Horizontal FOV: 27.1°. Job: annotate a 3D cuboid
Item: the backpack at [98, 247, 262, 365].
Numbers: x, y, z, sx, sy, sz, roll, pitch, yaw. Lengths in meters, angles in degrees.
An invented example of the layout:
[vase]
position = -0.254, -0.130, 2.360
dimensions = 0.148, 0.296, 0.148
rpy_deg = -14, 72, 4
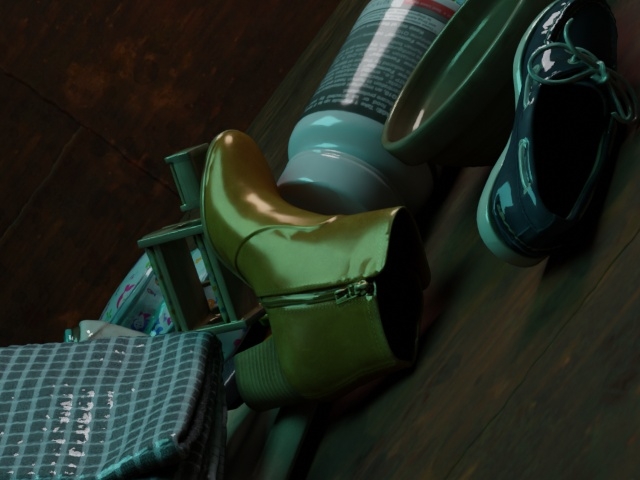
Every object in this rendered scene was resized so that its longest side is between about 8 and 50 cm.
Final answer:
[backpack]
position = -0.180, 0.106, 1.748
dimensions = 0.253, 0.191, 0.225
rpy_deg = -40, 17, 37

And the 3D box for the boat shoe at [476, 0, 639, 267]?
[boat shoe]
position = 0.186, -0.099, 1.005
dimensions = 0.079, 0.095, 0.255
rpy_deg = -41, 19, 57

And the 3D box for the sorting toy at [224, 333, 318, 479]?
[sorting toy]
position = -0.061, 0.206, 1.279
dimensions = 0.196, 0.047, 0.348
rpy_deg = -37, 21, 43

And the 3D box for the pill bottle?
[pill bottle]
position = 0.063, -0.118, 1.407
dimensions = 0.161, 0.161, 0.283
rpy_deg = -38, 19, 56

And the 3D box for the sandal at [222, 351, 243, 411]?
[sandal]
position = -0.137, 0.229, 1.543
dimensions = 0.097, 0.054, 0.254
rpy_deg = -30, 16, 49

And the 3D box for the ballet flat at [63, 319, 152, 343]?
[ballet flat]
position = -0.203, 0.271, 1.371
dimensions = 0.139, 0.139, 0.400
rpy_deg = -39, 48, 54

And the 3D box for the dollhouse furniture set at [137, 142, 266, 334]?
[dollhouse furniture set]
position = -0.110, -0.011, 1.368
dimensions = 0.101, 0.182, 0.161
rpy_deg = -13, 10, 27

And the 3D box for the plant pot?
[plant pot]
position = 0.167, -0.149, 1.196
dimensions = 0.237, 0.109, 0.237
rpy_deg = -52, 12, 16

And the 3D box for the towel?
[towel]
position = -0.206, 0.178, 1.198
dimensions = 0.284, 0.234, 0.121
rpy_deg = -91, -2, -69

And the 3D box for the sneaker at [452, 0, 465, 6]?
[sneaker]
position = 0.202, -0.284, 1.429
dimensions = 0.208, 0.127, 0.319
rpy_deg = -51, 2, 9

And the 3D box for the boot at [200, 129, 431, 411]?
[boot]
position = -0.001, 0.001, 1.206
dimensions = 0.211, 0.104, 0.295
rpy_deg = -26, 64, 39

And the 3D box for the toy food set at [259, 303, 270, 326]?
[toy food set]
position = -0.014, 0.049, 1.516
dimensions = 0.128, 0.071, 0.218
rpy_deg = -26, 22, 15
